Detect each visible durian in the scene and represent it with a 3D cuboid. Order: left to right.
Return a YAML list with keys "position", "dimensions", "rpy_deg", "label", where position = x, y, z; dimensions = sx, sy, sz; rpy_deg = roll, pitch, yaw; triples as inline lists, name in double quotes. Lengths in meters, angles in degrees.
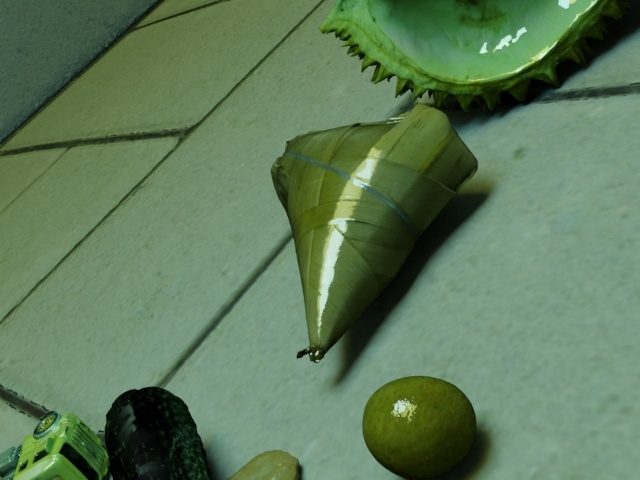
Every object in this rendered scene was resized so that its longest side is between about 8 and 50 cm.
- position: [0.200, -0.266, 0.928]
  dimensions: [0.394, 0.198, 0.163]
  rpy_deg: [-25, 27, 19]
  label: "durian"

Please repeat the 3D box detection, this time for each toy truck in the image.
- position: [-0.273, 0.233, 0.829]
  dimensions: [0.168, 0.077, 0.100]
  rpy_deg: [-30, 24, 10]
  label: "toy truck"

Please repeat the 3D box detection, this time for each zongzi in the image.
- position: [0.000, 0.000, 0.860]
  dimensions: [0.228, 0.115, 0.256]
  rpy_deg: [-2, 53, 55]
  label: "zongzi"

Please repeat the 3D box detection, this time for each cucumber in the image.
- position: [-0.109, 0.186, 0.669]
  dimensions: [0.074, 0.074, 0.241]
  rpy_deg: [-38, 26, -2]
  label: "cucumber"

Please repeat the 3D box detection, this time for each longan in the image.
- position: [0.066, 0.118, 0.614]
  dimensions: [0.075, 0.075, 0.083]
  rpy_deg: [-22, 14, 28]
  label: "longan"

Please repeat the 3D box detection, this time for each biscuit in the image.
- position: [-0.074, 0.209, 0.690]
  dimensions: [0.147, 0.018, 0.071]
  rpy_deg: [-40, 24, -4]
  label: "biscuit"
